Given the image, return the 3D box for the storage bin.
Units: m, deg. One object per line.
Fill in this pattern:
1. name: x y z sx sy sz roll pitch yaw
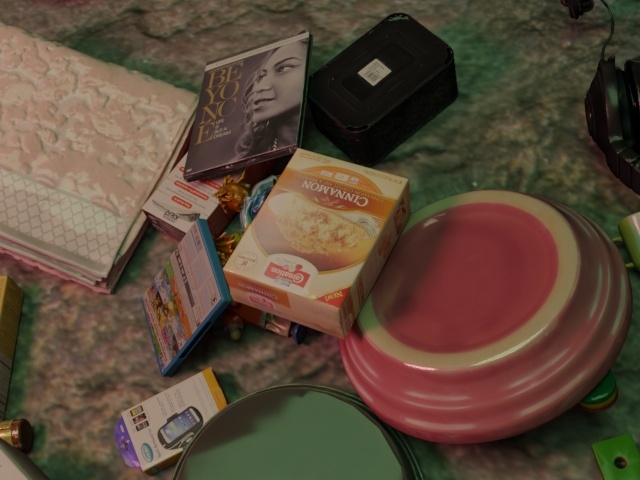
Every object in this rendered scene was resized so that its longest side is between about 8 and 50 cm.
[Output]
1. storage bin: 0.082 -0.201 1.316 0.180 0.084 0.122 -39 60 -11

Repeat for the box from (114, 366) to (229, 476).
1. box: -0.172 0.216 1.167 0.136 0.028 0.081 -27 60 -1

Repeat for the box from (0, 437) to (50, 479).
1. box: -0.360 0.339 1.084 0.182 0.119 0.181 36 74 28

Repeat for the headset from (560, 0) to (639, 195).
1. headset: 0.415 -0.205 1.183 0.243 0.185 0.394 -30 52 -6

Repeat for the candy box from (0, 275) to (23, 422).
1. candy box: -0.449 0.141 1.257 0.109 0.053 0.187 -5 59 9

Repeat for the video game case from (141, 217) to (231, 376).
1. video game case: -0.164 0.070 1.189 0.015 0.166 0.119 5 50 -37

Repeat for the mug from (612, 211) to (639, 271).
1. mug: 0.380 0.008 1.153 0.062 0.078 0.064 2 66 -24

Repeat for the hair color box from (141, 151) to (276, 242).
1. hair color box: -0.146 -0.074 1.312 0.093 0.053 0.167 27 68 25

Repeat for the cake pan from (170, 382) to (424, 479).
1. cake pan: -0.031 0.286 1.064 0.293 0.054 0.293 -3 63 6

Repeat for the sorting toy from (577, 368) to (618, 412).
1. sorting toy: 0.239 0.092 1.122 0.132 0.046 0.274 -18 44 12

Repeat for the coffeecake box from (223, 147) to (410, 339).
1. coffeecake box: 0.000 0.000 1.109 0.142 0.068 0.185 18 59 20

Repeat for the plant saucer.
1. plant saucer: 0.168 0.061 1.094 0.332 0.084 0.332 -15 45 16

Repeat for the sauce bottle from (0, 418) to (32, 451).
1. sauce bottle: -0.414 0.243 1.197 0.128 0.042 0.042 -9 59 8

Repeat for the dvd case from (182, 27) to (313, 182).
1. dvd case: -0.093 -0.181 1.304 0.164 0.018 0.221 -14 47 22

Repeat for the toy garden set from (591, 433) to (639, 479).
1. toy garden set: 0.424 0.270 0.993 0.244 0.049 0.204 -16 57 2

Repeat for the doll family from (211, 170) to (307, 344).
1. doll family: -0.064 -0.010 1.218 0.163 0.118 0.263 18 66 21

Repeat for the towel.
1. towel: -0.366 -0.124 1.336 0.332 0.053 0.317 21 66 2
